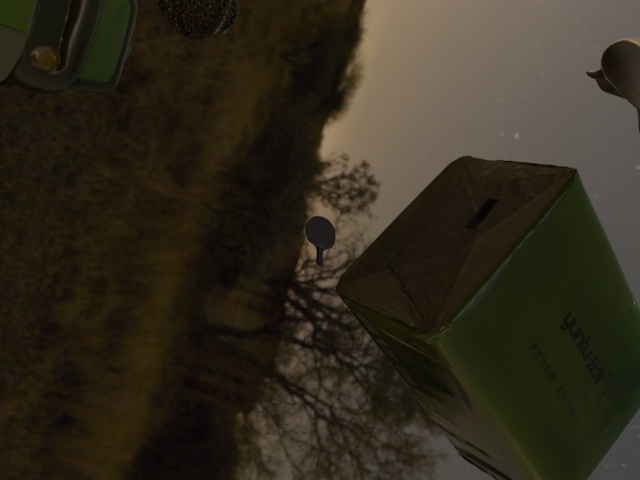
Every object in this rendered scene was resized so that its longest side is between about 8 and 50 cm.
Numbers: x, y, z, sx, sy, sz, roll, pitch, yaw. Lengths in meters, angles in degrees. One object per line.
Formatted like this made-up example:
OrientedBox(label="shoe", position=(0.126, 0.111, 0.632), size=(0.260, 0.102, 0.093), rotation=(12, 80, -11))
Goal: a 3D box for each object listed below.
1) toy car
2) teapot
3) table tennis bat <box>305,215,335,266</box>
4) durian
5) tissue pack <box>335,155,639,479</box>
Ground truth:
OrientedBox(label="toy car", position=(-0.280, -0.211, 0.684), size=(0.248, 0.198, 0.204), rotation=(17, -87, 41))
OrientedBox(label="teapot", position=(0.650, -0.300, 1.441), size=(0.166, 0.208, 0.299), rotation=(-31, -141, 27))
OrientedBox(label="table tennis bat", position=(0.000, 0.000, 1.094), size=(0.007, 0.050, 0.083), rotation=(-41, -140, 52))
OrientedBox(label="durian", position=(-0.144, -0.327, 0.913), size=(0.071, 0.111, 0.140), rotation=(6, -90, 57))
OrientedBox(label="tissue pack", position=(0.182, 0.087, 0.697), size=(0.200, 0.274, 0.167), rotation=(-46, -148, -17))
